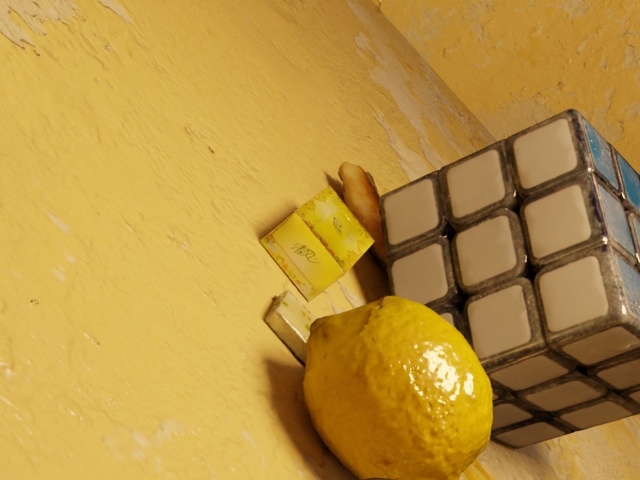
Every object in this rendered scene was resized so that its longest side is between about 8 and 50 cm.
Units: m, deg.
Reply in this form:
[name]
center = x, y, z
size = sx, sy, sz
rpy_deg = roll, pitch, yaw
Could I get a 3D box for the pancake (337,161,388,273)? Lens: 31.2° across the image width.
[pancake]
center = 0.134, 0.015, 1.677
size = 0.244, 0.057, 0.266
rpy_deg = 26, 36, -48

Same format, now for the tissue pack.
[tissue pack]
center = 0.000, 0.000, 1.396
size = 0.095, 0.062, 0.176
rpy_deg = 52, 18, 0

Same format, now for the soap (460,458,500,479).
[soap]
center = 0.189, 0.330, 1.211
size = 0.232, 0.073, 0.140
rpy_deg = 49, 17, -7

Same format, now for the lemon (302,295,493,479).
[lemon]
center = 0.076, 0.151, 1.119
size = 0.193, 0.180, 0.180
rpy_deg = 45, 11, 37

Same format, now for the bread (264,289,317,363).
[bread]
center = 0.001, 0.120, 1.234
size = 0.154, 0.028, 0.068
rpy_deg = 48, 21, -7

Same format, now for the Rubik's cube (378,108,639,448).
[Rubik's cube]
center = 0.287, 0.065, 1.478
size = 0.305, 0.303, 0.301
rpy_deg = 31, 45, -44

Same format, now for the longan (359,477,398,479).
[longan]
center = 0.058, 0.276, 0.837
size = 0.198, 0.198, 0.212
rpy_deg = 42, 20, -26
